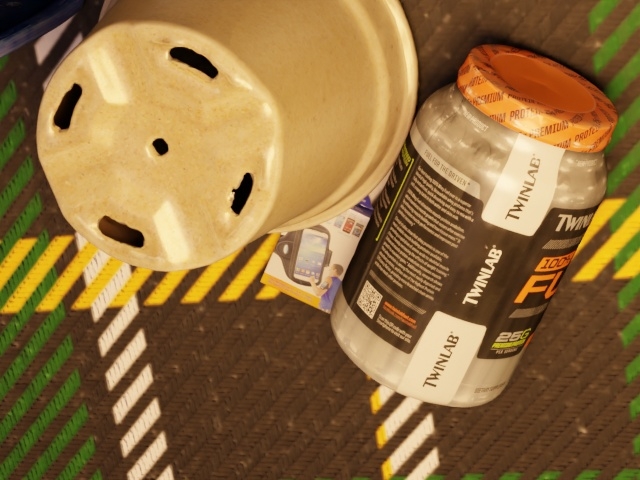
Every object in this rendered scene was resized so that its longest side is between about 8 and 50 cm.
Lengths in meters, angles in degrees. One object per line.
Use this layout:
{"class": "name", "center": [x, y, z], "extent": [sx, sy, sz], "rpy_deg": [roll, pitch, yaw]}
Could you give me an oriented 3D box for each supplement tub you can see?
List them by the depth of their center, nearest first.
{"class": "supplement tub", "center": [0.149, -0.015, 1.805], "extent": [0.193, 0.193, 0.316], "rpy_deg": [24, 117, 2]}

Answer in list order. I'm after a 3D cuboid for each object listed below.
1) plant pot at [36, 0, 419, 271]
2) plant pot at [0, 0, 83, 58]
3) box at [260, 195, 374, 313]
{"class": "plant pot", "center": [-0.102, -0.119, 1.741], "extent": [0.334, 0.305, 0.334], "rpy_deg": [5, 109, 13]}
{"class": "plant pot", "center": [-0.368, -0.309, 1.784], "extent": [0.212, 0.236, 0.236], "rpy_deg": [9, 115, 17]}
{"class": "box", "center": [0.000, 0.000, 1.938], "extent": [0.081, 0.028, 0.136], "rpy_deg": [24, 118, 2]}
